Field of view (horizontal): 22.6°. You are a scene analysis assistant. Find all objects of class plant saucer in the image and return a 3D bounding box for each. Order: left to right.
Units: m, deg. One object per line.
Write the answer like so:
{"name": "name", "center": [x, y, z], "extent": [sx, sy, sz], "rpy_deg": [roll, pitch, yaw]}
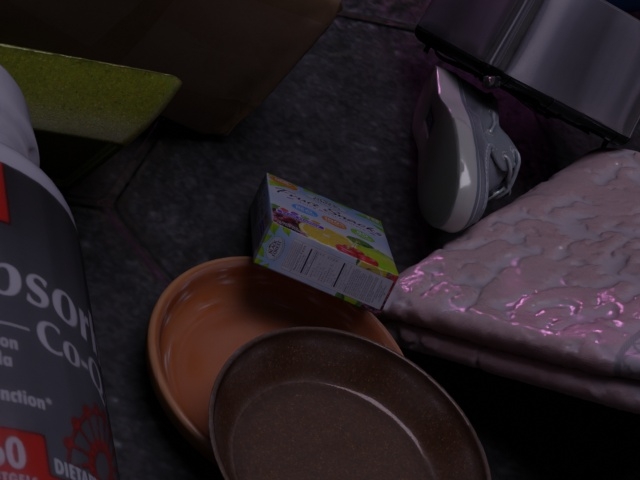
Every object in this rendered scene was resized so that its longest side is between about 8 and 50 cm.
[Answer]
{"name": "plant saucer", "center": [-0.212, -0.080, 1.092], "extent": [0.188, 0.188, 0.045], "rpy_deg": [8, 75, -24]}
{"name": "plant saucer", "center": [-0.029, 0.097, 1.108], "extent": [0.200, 0.037, 0.200], "rpy_deg": [17, 42, -15]}
{"name": "plant saucer", "center": [0.015, 0.143, 1.032], "extent": [0.198, 0.036, 0.199], "rpy_deg": [18, 42, -17]}

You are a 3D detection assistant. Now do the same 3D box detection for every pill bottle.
{"name": "pill bottle", "center": [-0.228, 0.066, 0.886], "extent": [0.210, 0.210, 0.363], "rpy_deg": [6, 46, -26]}

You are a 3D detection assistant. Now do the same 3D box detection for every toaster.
{"name": "toaster", "center": [0.194, -0.168, 1.387], "extent": [0.168, 0.110, 0.186], "rpy_deg": [23, 10, -26]}

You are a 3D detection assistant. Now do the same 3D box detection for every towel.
{"name": "towel", "center": [0.251, 0.021, 1.211], "extent": [0.317, 0.053, 0.332], "rpy_deg": [14, 30, 39]}

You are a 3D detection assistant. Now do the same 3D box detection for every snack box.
{"name": "snack box", "center": [0.000, 0.000, 1.180], "extent": [0.100, 0.037, 0.141], "rpy_deg": [24, 13, -10]}

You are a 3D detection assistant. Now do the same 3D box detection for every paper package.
{"name": "paper package", "center": [-0.183, -0.271, 1.200], "extent": [0.325, 0.168, 0.309], "rpy_deg": [21, 32, -54]}

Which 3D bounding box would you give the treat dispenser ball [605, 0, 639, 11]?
{"name": "treat dispenser ball", "center": [0.299, -0.371, 1.583], "extent": [0.288, 0.288, 0.288], "rpy_deg": [17, 42, -16]}

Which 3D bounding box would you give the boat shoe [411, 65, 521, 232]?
{"name": "boat shoe", "center": [0.127, -0.074, 1.320], "extent": [0.081, 0.079, 0.227], "rpy_deg": [17, 29, -10]}
